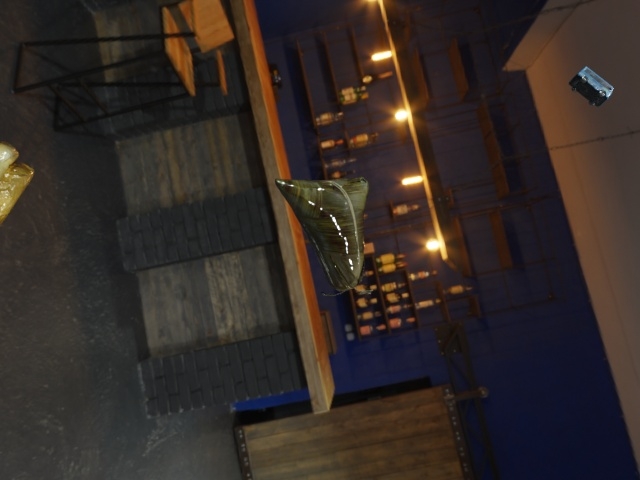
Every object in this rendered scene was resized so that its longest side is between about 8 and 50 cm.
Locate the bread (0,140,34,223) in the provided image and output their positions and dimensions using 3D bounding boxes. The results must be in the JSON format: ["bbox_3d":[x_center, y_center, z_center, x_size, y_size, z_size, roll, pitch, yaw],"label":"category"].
[{"bbox_3d":[-0.739,-0.110,1.036,0.120,0.236,0.198,34,55,-29],"label":"bread"}]

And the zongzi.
[{"bbox_3d":[0.000,0.000,0.691,0.184,0.084,0.187,-8,97,-51],"label":"zongzi"}]

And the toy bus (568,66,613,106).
[{"bbox_3d":[0.581,-0.330,1.002,0.083,0.046,0.038,44,-16,10],"label":"toy bus"}]
